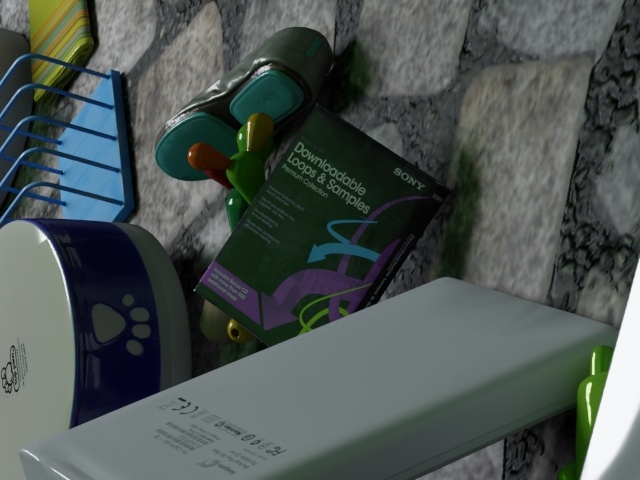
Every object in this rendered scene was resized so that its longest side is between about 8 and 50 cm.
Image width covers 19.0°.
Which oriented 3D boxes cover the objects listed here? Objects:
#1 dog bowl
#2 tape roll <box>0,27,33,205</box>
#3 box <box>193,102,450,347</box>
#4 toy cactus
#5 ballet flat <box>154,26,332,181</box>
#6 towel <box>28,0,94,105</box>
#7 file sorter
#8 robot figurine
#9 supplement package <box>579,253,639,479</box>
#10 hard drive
[{"bbox_3d":[-0.213,0.113,1.612,0.265,0.104,0.265,-13,75,57],"label":"dog bowl"},{"bbox_3d":[-0.437,-0.133,2.079,0.246,0.169,0.246,-31,52,51],"label":"tape roll"},{"bbox_3d":[0.000,0.000,1.337,0.116,0.029,0.162,34,91,27],"label":"box"},{"bbox_3d":[-0.055,0.015,1.457,0.180,0.112,0.219,-60,42,42],"label":"toy cactus"},{"bbox_3d":[-0.059,-0.110,1.554,0.213,0.072,0.068,-30,25,50],"label":"ballet flat"},{"bbox_3d":[-0.273,-0.258,2.014,0.102,0.021,0.237,-42,42,35],"label":"towel"},{"bbox_3d":[-0.254,-0.075,1.810,0.118,0.104,0.170,-47,40,39],"label":"file sorter"},{"bbox_3d":[0.173,0.113,1.044,0.101,0.067,0.115,-18,61,42],"label":"robot figurine"},{"bbox_3d":[0.244,0.084,0.860,0.204,0.145,0.262,15,90,61],"label":"supplement package"},{"bbox_3d":[0.000,0.103,1.127,0.203,0.307,0.040,17,123,60],"label":"hard drive"}]
